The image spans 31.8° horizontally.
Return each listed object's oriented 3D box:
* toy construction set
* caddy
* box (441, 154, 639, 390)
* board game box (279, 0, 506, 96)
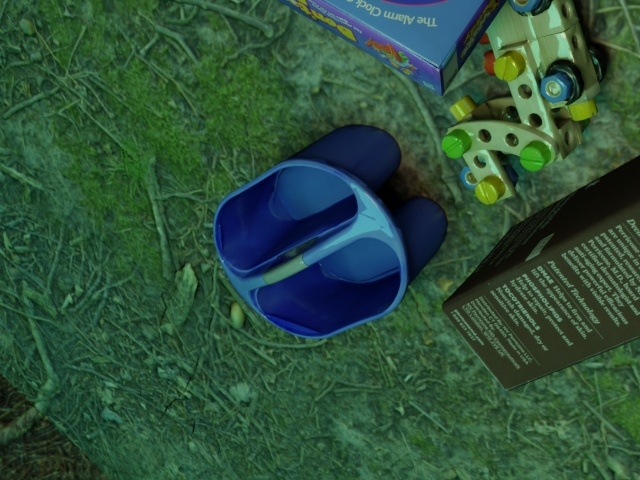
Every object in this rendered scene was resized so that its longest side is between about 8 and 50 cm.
[{"bbox_3d":[0.184,-0.199,1.220,0.215,0.151,0.327,-6,127,44],"label":"toy construction set"},{"bbox_3d":[0.000,0.000,1.500,0.341,0.179,0.241,-27,100,49],"label":"caddy"},{"bbox_3d":[0.326,0.013,1.214,0.143,0.191,0.381,52,139,-5],"label":"box"},{"bbox_3d":[0.036,-0.332,1.106,0.347,0.233,0.078,33,174,13],"label":"board game box"}]
